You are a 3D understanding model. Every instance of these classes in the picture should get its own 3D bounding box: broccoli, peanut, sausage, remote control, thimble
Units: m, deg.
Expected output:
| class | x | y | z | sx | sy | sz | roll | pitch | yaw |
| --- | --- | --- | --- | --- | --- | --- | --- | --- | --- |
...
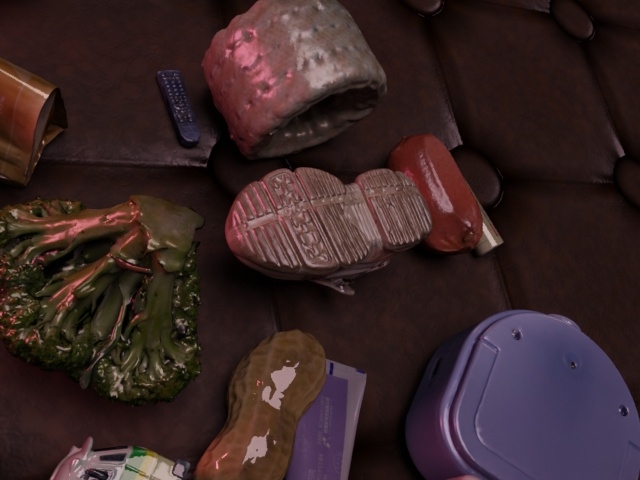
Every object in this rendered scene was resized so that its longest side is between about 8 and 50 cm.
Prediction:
| class | x | y | z | sx | sy | sz | roll | pitch | yaw |
| --- | --- | --- | --- | --- | --- | --- | --- | --- | --- |
| broccoli | -0.273 | 0.059 | 0.929 | 0.321 | 0.283 | 0.304 | 12 | 49 | -42 |
| peanut | -0.089 | 0.259 | 1.016 | 0.120 | 0.136 | 0.299 | 57 | 47 | -43 |
| sausage | 0.203 | -0.086 | 1.325 | 0.148 | 0.148 | 0.255 | -11 | 75 | -30 |
| remote control | -0.247 | -0.231 | 1.235 | 0.043 | 0.027 | 0.153 | -11 | 70 | -24 |
| thimble | -0.048 | -0.272 | 1.212 | 0.291 | 0.291 | 0.195 | -20 | 77 | -33 |

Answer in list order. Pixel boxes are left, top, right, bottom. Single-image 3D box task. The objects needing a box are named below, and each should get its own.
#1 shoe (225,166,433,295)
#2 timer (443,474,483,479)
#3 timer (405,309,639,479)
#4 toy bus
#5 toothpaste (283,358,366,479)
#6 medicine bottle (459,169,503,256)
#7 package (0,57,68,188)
| class | x | y | z | sx | sy | sz | roll | pitch | yaw |
| --- | --- | --- | --- | --- | --- | --- | --- | --- | --- |
| shoe | 0.000 | 0.003 | 1.137 | 0.350 | 0.198 | 0.172 | -4 | 66 | -31 |
| timer | 0.207 | 0.478 | 1.011 | 0.192 | 0.194 | 0.195 | 35 | 54 | -7 |
| timer | 0.348 | 0.292 | 1.185 | 0.394 | 0.173 | 0.395 | 11 | 62 | -20 |
| toy bus | -0.282 | 0.378 | 0.851 | 0.164 | 0.133 | 0.276 | 29 | 57 | -12 |
| toothpaste | -0.003 | 0.341 | 1.050 | 0.125 | 0.080 | 0.372 | 19 | 54 | -12 |
| medicine bottle | 0.277 | -0.080 | 1.402 | 0.059 | 0.059 | 0.231 | -23 | 78 | -33 |
| package | -0.538 | -0.199 | 0.992 | 0.311 | 0.221 | 0.165 | 28 | 77 | -11 |
